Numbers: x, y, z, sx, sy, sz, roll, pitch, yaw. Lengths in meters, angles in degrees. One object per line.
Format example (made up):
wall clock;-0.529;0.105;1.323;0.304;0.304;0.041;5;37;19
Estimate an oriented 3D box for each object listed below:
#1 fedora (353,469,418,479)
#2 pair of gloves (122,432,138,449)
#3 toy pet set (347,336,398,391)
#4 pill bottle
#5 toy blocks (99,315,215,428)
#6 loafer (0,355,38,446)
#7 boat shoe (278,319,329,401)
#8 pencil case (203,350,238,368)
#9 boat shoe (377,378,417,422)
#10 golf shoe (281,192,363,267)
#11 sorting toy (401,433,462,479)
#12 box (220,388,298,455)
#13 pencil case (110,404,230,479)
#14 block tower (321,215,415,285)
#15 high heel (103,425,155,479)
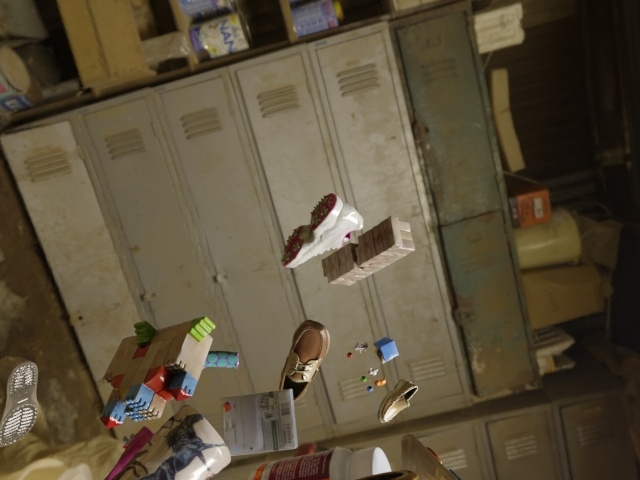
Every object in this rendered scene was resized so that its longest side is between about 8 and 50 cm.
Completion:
fedora;0.127;0.560;1.130;0.194;0.194;0.079;58;17;-72
pair of gloves;-0.638;0.744;1.938;0.159;0.198;0.023;166;-75;-81
toy pet set;0.145;0.308;1.358;0.122;0.114;0.065;55;-22;34
pill bottle;0.002;0.731;1.499;0.224;0.392;0.224;-19;90;-72
toy blocks;-0.479;0.384;1.469;0.191;0.381;0.261;55;30;-33
loafer;-0.791;0.406;1.335;0.102;0.092;0.269;-6;121;-56
boat shoe;-0.056;0.399;1.652;0.120;0.122;0.324;-69;177;-57
pencil case;-0.392;0.461;1.999;0.064;0.151;0.070;-128;-133;-63
boat shoe;0.261;0.534;1.726;0.190;0.072;0.068;-42;129;-40
golf shoe;0.000;0.000;1.460;0.140;0.306;0.115;23;47;-22
sorting toy;0.306;0.641;1.340;0.229;0.041;0.307;35;-33;36
box;-0.158;0.464;1.328;0.038;0.186;0.145;66;15;-73
pencil case;-0.354;0.518;1.030;0.410;0.160;0.184;-42;164;-39
block tower;0.139;0.042;1.560;0.335;0.097;0.091;-35;-125;48
high heel;-0.628;0.689;1.503;0.377;0.127;0.181;-9;49;-47
